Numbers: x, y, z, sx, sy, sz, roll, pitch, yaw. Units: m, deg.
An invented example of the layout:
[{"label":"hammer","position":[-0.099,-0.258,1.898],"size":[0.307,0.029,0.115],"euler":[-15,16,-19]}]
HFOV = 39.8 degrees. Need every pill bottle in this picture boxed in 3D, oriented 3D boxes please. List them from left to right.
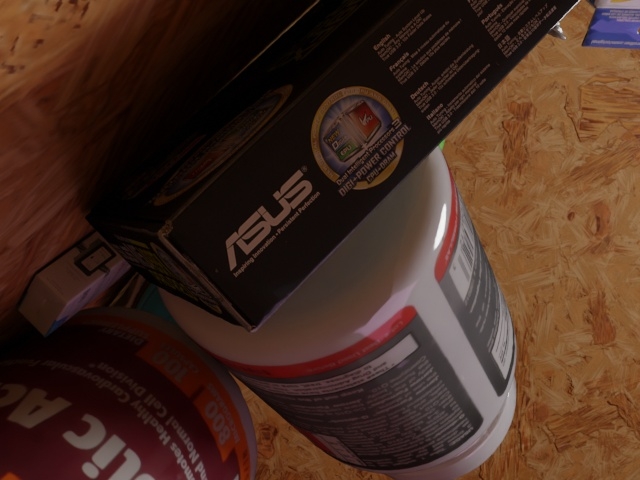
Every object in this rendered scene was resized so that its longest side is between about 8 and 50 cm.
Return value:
[{"label":"pill bottle","position":[-0.205,0.207,0.541],"size":[0.224,0.224,0.392],"euler":[-45,180,23]},{"label":"pill bottle","position":[0.040,0.063,0.706],"size":[0.210,0.210,0.363],"euler":[-45,143,-8]}]

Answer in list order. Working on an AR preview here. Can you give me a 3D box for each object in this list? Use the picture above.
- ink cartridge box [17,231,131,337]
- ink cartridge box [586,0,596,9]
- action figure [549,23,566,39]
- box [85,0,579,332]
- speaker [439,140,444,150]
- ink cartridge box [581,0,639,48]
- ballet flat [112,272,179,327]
[{"label":"ink cartridge box","position":[-0.157,0.022,0.589],"size":[0.048,0.028,0.083],"euler":[-45,180,44]},{"label":"ink cartridge box","position":[0.418,-0.460,1.117],"size":[0.285,0.166,0.395],"euler":[-46,179,29]},{"label":"action figure","position":[0.197,-0.260,0.795],"size":[0.164,0.141,0.275],"euler":[-57,177,6]},{"label":"box","position":[0.007,-0.080,0.470],"size":[0.270,0.060,0.216],"euler":[-45,-163,-13]},{"label":"speaker","position":[0.057,-0.072,0.995],"size":[0.297,0.131,0.131],"euler":[-66,-171,-26]},{"label":"ink cartridge box","position":[0.387,-0.342,0.902],"size":[0.065,0.185,0.311],"euler":[-100,-168,-49]},{"label":"ballet flat","position":[-0.180,0.104,0.941],"size":[0.400,0.139,0.139],"euler":[-47,179,42]}]
